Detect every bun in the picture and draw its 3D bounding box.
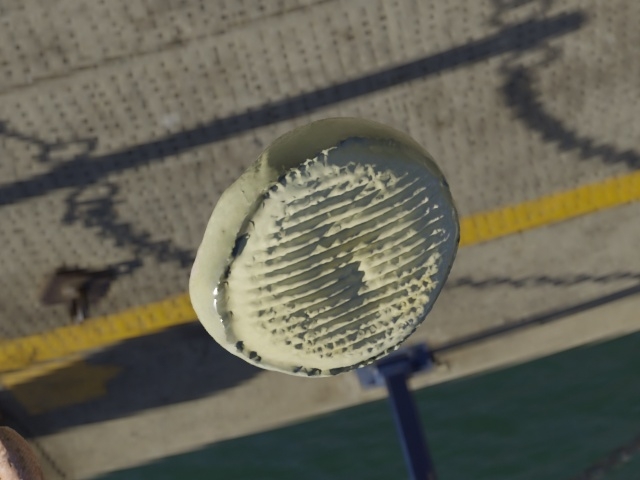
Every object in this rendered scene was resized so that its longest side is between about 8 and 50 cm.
[{"bbox_3d":[0.000,0.000,1.557,0.287,0.146,0.287,-11,120,-19],"label":"bun"}]

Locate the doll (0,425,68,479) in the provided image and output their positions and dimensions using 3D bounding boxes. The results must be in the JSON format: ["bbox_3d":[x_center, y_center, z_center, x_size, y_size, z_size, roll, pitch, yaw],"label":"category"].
[{"bbox_3d":[-0.383,0.304,1.840,0.201,0.303,0.156,-52,169,23],"label":"doll"}]
